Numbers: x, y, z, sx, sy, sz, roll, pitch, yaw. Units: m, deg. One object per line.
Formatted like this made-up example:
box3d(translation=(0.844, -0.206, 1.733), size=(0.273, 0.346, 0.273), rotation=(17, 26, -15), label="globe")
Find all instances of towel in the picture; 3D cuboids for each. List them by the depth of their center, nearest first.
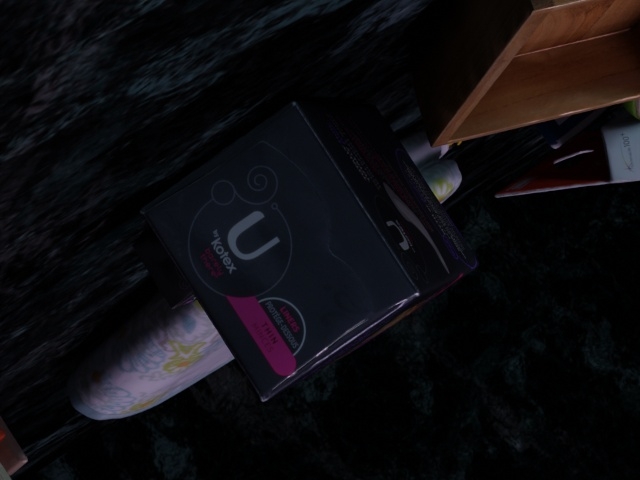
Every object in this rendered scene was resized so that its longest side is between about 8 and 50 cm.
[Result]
box3d(translation=(-0.057, 0.035, 1.965), size=(0.374, 0.090, 0.320), rotation=(-30, 171, -36), label="towel")

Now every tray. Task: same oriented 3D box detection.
box3d(translation=(0.195, -0.162, 1.373), size=(0.202, 0.076, 0.411), rotation=(-14, 174, -8), label="tray")

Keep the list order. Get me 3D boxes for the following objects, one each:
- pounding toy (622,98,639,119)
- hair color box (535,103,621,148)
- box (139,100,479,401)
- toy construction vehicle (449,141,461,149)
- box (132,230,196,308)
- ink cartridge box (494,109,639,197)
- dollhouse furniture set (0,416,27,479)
box3d(translation=(0.296, -0.231, 1.675), size=(0.183, 0.110, 0.237), rotation=(-9, 129, -63), label="pounding toy")
box3d(translation=(0.357, -0.234, 1.872), size=(0.347, 0.105, 0.174), rotation=(-33, 176, -20), label="hair color box")
box3d(translation=(0.000, 0.000, 1.446), size=(0.143, 0.165, 0.270), rotation=(-34, 175, 13), label="box")
box3d(translation=(0.119, -0.101, 2.113), size=(0.098, 0.035, 0.086), rotation=(-35, 165, -12), label="toy construction vehicle")
box3d(translation=(-0.099, 0.011, 1.526), size=(0.052, 0.062, 0.083), rotation=(-34, 175, 17), label="box")
box3d(translation=(0.317, -0.111, 1.858), size=(0.238, 0.060, 0.275), rotation=(-5, -167, 27), label="ink cartridge box")
box3d(translation=(-0.338, 0.211, 1.505), size=(0.262, 0.135, 0.259), rotation=(-30, 174, -40), label="dollhouse furniture set")
